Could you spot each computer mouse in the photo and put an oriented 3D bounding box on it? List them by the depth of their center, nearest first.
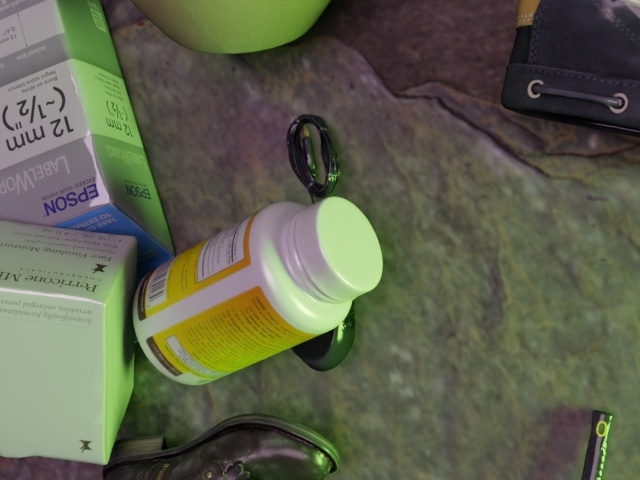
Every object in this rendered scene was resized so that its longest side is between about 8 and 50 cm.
[{"bbox_3d":[0.000,0.000,0.930,0.071,0.041,0.242,-9,78,39],"label":"computer mouse"}]

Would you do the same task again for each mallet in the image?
[{"bbox_3d":[0.233,0.242,0.847,0.062,0.039,0.190,18,87,16],"label":"mallet"}]

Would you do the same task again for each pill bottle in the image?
[{"bbox_3d":[-0.054,0.041,0.865,0.215,0.117,0.117,-26,79,34],"label":"pill bottle"}]

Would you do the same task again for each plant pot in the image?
[{"bbox_3d":[-0.078,-0.275,0.872,0.284,0.284,0.191,5,123,16],"label":"plant pot"}]

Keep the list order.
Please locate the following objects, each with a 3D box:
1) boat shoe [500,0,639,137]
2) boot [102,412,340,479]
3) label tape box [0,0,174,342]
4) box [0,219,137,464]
[{"bbox_3d":[0.363,-0.073,0.761,0.500,0.187,0.156,28,99,21],"label":"boat shoe"},{"bbox_3d":[-0.113,0.274,0.850,0.262,0.091,0.229,-14,41,23],"label":"boot"},{"bbox_3d":[-0.299,-0.047,0.975,0.249,0.115,0.348,-20,80,14],"label":"label tape box"},{"bbox_3d":[-0.264,0.087,0.894,0.180,0.119,0.182,7,120,-1],"label":"box"}]
